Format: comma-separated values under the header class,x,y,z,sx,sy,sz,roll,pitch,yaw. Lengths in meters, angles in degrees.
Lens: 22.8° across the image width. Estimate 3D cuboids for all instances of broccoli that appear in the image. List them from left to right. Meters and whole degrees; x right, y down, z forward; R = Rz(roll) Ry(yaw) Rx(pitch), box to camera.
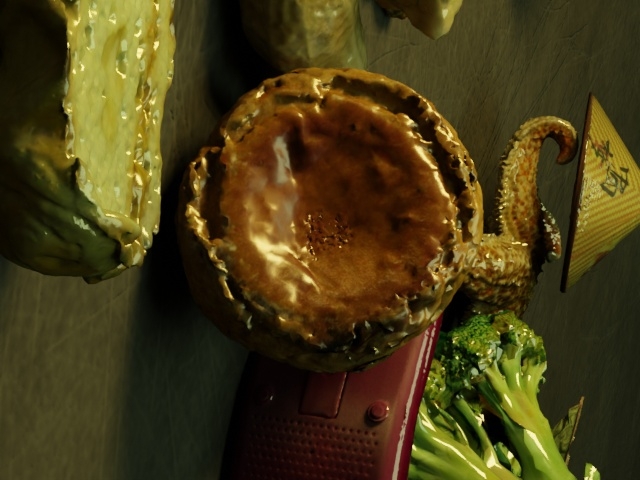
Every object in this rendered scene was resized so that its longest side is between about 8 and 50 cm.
class,x,y,z,sx,sy,sz,roll,pitch,yaw
broccoli,0.122,0.186,1.175,0.254,0.269,0.269,24,74,-53

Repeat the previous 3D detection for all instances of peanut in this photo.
class,x,y,z,sx,sy,sz,roll,pitch,yaw
peanut,-0.010,-0.128,0.984,0.174,0.080,0.080,78,28,-47

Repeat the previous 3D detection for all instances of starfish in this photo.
class,x,y,z,sx,sy,sz,roll,pitch,yaw
starfish,0.171,0.045,1.483,0.312,0.113,0.303,56,45,-65

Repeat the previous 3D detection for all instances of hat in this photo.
class,x,y,z,sx,sy,sz,roll,pitch,yaw
hat,0.277,-0.039,1.491,0.193,0.082,0.193,9,90,-81

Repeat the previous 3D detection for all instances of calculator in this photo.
class,x,y,z,sx,sy,sz,roll,pitch,yaw
calculator,0.009,0.091,1.041,0.034,0.126,0.190,41,58,-58

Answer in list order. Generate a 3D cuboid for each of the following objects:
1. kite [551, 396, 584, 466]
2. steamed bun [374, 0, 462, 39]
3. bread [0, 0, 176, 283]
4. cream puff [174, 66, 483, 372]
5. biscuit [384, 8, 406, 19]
class,x,y,z,sx,sy,sz,roll,pitch,yaw
kite,0.137,0.264,1.359,0.323,0.013,0.268,-50,-170,-3
steamed bun,0.088,-0.361,0.978,0.247,0.189,0.428,-133,-142,-58
bread,-0.111,-0.097,0.722,0.128,0.088,0.232,45,49,-76
cream puff,0.000,0.000,0.976,0.169,0.183,0.183,110,-7,-77
biscuit,0.051,-0.262,1.164,0.206,0.025,0.126,61,41,-58
